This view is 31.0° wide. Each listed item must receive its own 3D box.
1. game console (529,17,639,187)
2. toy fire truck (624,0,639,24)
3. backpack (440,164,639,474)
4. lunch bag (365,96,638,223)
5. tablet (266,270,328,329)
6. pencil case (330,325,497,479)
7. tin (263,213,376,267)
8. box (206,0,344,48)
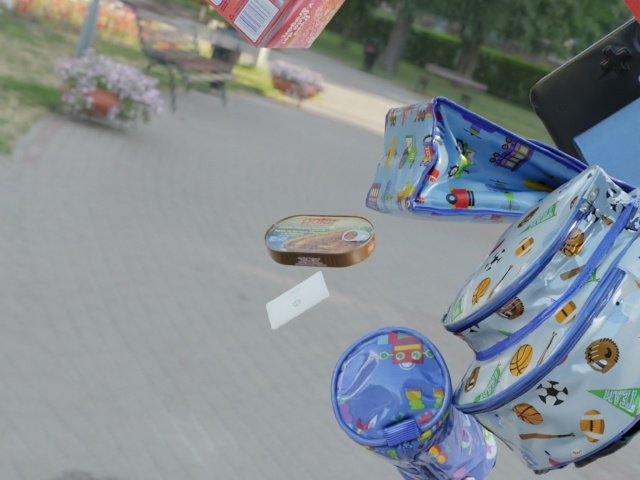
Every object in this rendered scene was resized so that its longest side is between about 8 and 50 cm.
[{"bbox_3d":[0.540,-0.152,1.737,0.060,0.342,0.387,-10,70,-62],"label":"game console"},{"bbox_3d":[0.500,-0.346,1.511,0.192,0.135,0.047,-19,72,-40],"label":"toy fire truck"},{"bbox_3d":[0.242,0.079,1.083,0.213,0.263,0.276,32,-31,-2],"label":"backpack"},{"bbox_3d":[0.229,-0.067,1.391,0.293,0.138,0.221,14,0,-11],"label":"lunch bag"},{"bbox_3d":[-0.029,0.074,1.432,0.006,0.083,0.054,51,11,-34],"label":"tablet"},{"bbox_3d":[0.105,0.194,1.217,0.306,0.119,0.133,52,16,-62],"label":"pencil case"},{"bbox_3d":[0.000,0.000,1.892,0.189,0.040,0.106,3,41,24],"label":"tin"},{"bbox_3d":[-0.005,-0.361,1.205,0.154,0.300,0.142,43,22,11],"label":"box"}]
